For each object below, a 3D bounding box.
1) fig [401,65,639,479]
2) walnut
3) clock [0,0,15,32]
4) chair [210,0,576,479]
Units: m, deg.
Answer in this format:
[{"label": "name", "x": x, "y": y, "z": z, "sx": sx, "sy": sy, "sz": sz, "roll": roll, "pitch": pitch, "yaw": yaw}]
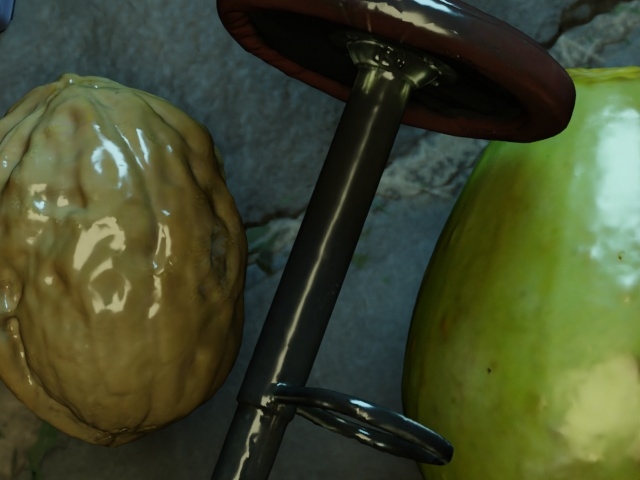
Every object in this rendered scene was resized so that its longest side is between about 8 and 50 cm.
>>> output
[{"label": "fig", "x": 0.184, "y": 0.048, "z": 1.252, "sx": 0.258, "sy": 0.258, "sz": 0.326, "roll": 7, "pitch": 87, "yaw": -1}, {"label": "walnut", "x": -0.139, "y": 0.014, "z": 1.272, "sx": 0.198, "sy": 0.198, "sz": 0.245, "roll": -4, "pitch": 96, "yaw": -1}, {"label": "clock", "x": -0.296, "y": -0.223, "z": 1.322, "sx": 0.193, "sy": 0.073, "sz": 0.144, "roll": 10, "pitch": 91, "yaw": -2}, {"label": "chair", "x": 0.000, "y": 0.000, "z": 1.112, "sx": 0.226, "sy": 0.226, "sz": 0.401, "roll": 19, "pitch": 81, "yaw": -2}]
